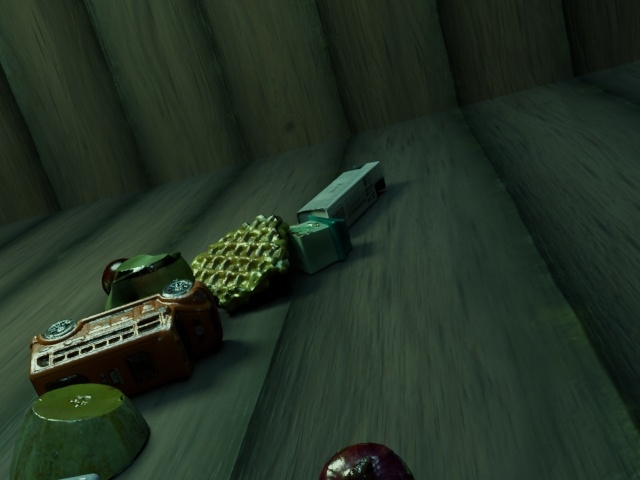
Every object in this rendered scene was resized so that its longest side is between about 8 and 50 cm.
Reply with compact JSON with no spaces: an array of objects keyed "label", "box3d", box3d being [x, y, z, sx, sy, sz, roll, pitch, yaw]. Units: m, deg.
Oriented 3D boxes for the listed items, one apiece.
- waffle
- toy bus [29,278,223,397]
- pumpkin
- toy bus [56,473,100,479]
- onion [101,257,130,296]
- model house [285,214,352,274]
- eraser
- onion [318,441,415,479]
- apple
[{"label":"waffle","box3d":[-0.192,0.058,1.500,0.301,0.058,0.281,-19,33,27]},{"label":"toy bus","box3d":[-0.338,0.196,1.202,0.329,0.143,0.153,-18,27,-9]},{"label":"pumpkin","box3d":[-0.377,0.288,1.013,0.217,0.110,0.217,-14,12,3]},{"label":"toy bus","box3d":[-0.392,0.365,0.782,0.297,0.106,0.131,-14,14,12]},{"label":"onion","box3d":[-0.495,0.097,1.695,0.117,0.118,0.118,-26,19,-15]},{"label":"model house","box3d":[0.000,0.000,1.555,0.149,0.100,0.127,-22,19,-23]},{"label":"eraser","box3d":[0.066,-0.113,1.836,0.096,0.098,0.404,-7,19,28]},{"label":"onion","box3d":[0.048,0.265,0.709,0.107,0.097,0.107,-11,39,9]},{"label":"apple","box3d":[-0.345,0.116,1.388,0.207,0.174,0.188,-58,-8,7]}]
